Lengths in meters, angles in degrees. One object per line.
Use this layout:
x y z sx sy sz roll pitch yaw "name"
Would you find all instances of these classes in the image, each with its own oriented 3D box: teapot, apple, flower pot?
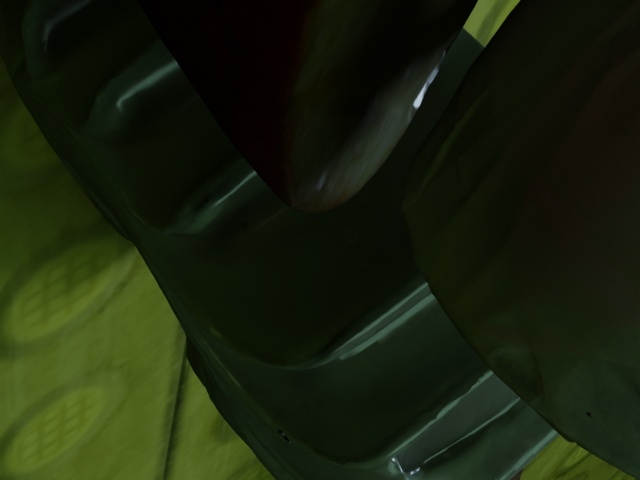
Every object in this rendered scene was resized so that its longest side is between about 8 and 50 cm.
0.140 -0.045 0.537 0.178 0.163 0.221 -56 176 33 "teapot"
0.082 -0.189 0.539 0.295 0.328 0.365 6 153 -17 "apple"
0.000 0.000 0.829 0.164 0.254 0.367 -39 159 -10 "flower pot"

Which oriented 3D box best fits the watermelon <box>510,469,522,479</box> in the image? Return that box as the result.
0.106 0.139 1.476 0.140 0.192 0.256 -2 150 -14 "watermelon"
